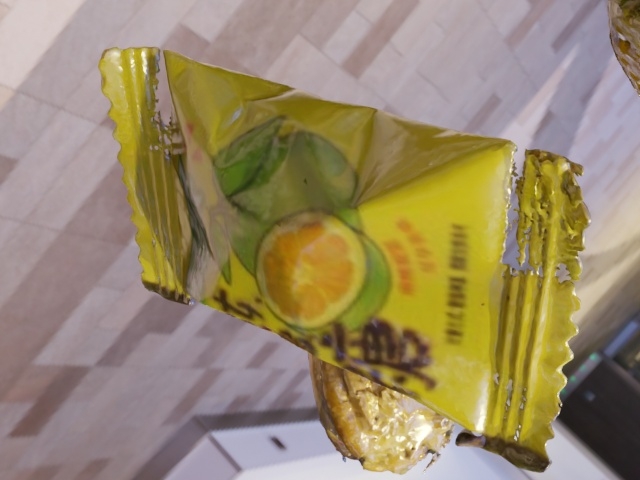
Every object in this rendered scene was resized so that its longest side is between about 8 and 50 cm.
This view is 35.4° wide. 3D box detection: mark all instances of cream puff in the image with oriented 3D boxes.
[{"bbox_3d":[0.065,0.141,0.997,0.129,0.189,0.189,-19,163,14],"label":"cream puff"}]

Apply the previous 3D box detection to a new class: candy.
[{"bbox_3d":[0.000,0.000,0.545,0.081,0.297,0.187,-39,139,-44],"label":"candy"}]

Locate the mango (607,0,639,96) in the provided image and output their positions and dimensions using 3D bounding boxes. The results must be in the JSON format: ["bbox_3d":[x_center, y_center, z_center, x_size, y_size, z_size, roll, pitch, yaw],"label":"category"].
[{"bbox_3d":[0.244,-0.088,0.481,0.167,0.130,0.262,-31,124,13],"label":"mango"}]
